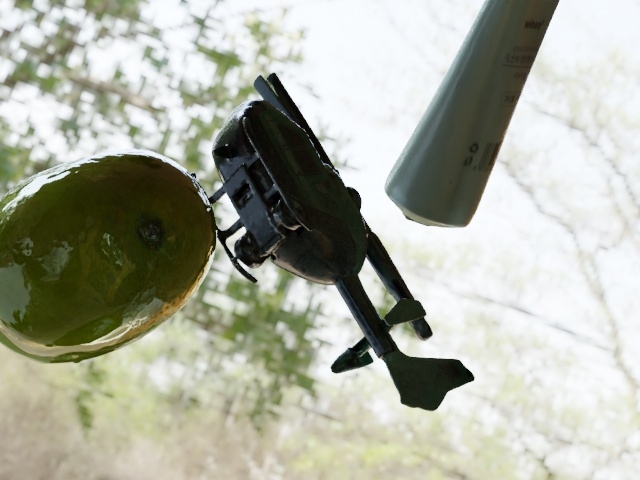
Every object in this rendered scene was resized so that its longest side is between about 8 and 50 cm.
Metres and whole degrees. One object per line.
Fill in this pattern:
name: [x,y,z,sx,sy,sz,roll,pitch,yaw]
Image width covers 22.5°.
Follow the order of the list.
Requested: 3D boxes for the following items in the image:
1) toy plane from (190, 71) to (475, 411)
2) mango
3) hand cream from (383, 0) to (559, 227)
toy plane: [0.000,0.000,0.925,0.096,0.235,0.060,-9,-27,-50]
mango: [-0.106,0.002,0.756,0.089,0.117,0.163,60,2,-11]
hand cream: [0.138,-0.151,1.104,0.067,0.321,0.109,33,18,22]
